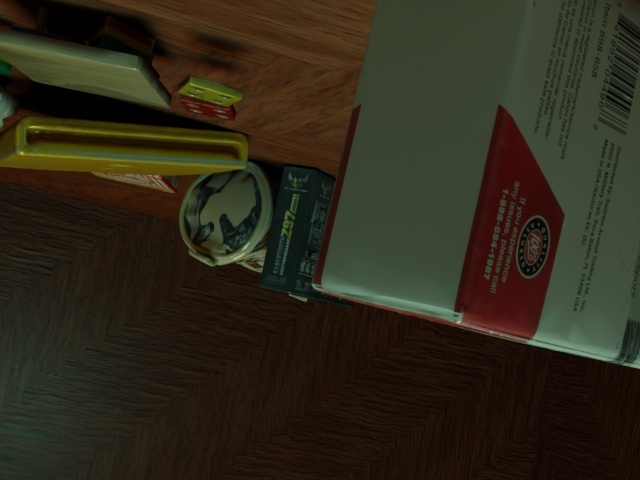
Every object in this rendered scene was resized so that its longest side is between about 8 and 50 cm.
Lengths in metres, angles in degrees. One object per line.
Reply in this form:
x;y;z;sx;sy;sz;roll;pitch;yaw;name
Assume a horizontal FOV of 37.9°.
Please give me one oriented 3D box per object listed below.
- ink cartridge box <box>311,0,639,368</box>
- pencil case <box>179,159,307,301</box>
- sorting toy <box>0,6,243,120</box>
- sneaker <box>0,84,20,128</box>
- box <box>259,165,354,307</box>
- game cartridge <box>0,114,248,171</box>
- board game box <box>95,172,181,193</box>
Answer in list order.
0.147;-0.033;0.564;0.273;0.196;0.114;17;175;-41;ink cartridge box
-0.073;-0.009;1.531;0.160;0.183;0.410;10;174;25;pencil case
-0.193;-0.161;0.807;0.275;0.046;0.132;12;175;3;sorting toy
-0.470;-0.170;1.158;0.229;0.086;0.132;9;173;27;sneaker
0.000;0.000;1.426;0.059;0.183;0.233;10;176;26;box
-0.286;-0.121;1.255;0.286;0.052;0.324;2;-178;-27;game cartridge
-0.321;-0.126;1.570;0.147;0.045;0.193;12;175;0;board game box
